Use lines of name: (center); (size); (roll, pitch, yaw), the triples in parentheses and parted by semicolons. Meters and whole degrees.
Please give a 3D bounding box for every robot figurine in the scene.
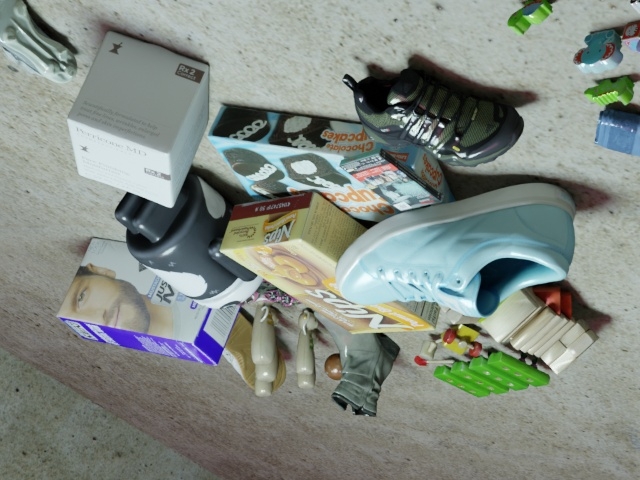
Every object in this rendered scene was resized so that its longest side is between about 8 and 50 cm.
robot figurine: (-0.209, 0.001, 2.112); (0.173, 0.209, 0.278); (-32, 133, 19)

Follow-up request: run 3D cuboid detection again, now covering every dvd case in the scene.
dvd case: (0.094, -0.080, 1.702); (0.119, 0.013, 0.087); (35, 153, -26)

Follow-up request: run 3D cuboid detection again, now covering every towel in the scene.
towel: (0.379, -0.120, 1.480); (0.119, 0.029, 0.067); (17, 158, 13)

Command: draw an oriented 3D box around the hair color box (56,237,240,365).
hair color box: (-0.325, 0.115, 2.479); (0.339, 0.185, 0.110); (7, 154, 32)

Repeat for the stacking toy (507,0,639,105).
stacking toy: (0.320, -0.198, 1.322); (0.167, 0.052, 0.221); (36, 155, -32)

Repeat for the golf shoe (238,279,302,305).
golf shoe: (-0.082, 0.083, 2.363); (0.186, 0.067, 0.086); (-1, -173, 29)

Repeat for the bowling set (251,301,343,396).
bowling set: (-0.040, 0.207, 2.538); (0.200, 0.154, 0.287); (3, 157, -4)

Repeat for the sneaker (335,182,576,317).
sneaker: (0.173, 0.040, 1.738); (0.366, 0.150, 0.135); (-22, 136, 30)

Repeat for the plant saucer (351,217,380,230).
plant saucer: (0.074, 0.019, 2.050); (0.168, 0.029, 0.168); (8, 149, 5)

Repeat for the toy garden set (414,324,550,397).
toy garden set: (0.277, 0.217, 2.350); (0.204, 0.049, 0.244); (27, 159, -17)

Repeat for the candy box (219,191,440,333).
candy box: (0.023, 0.043, 1.965); (0.183, 0.087, 0.316); (-6, 149, 45)

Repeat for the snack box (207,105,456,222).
snack box: (0.019, -0.100, 1.820); (0.322, 0.060, 0.187); (10, 156, 26)

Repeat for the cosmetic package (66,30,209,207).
cosmetic package: (-0.250, -0.167, 1.789); (0.151, 0.151, 0.184); (19, 158, 4)

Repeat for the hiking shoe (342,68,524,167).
hiking shoe: (0.132, -0.154, 1.552); (0.227, 0.086, 0.114); (9, 158, 32)

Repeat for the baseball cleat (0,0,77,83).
baseball cleat: (-0.433, -0.287, 1.789); (0.109, 0.072, 0.206); (12, 154, 40)

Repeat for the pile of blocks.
pile of blocks: (0.306, 0.087, 1.973); (0.362, 0.149, 0.112); (27, 116, -38)

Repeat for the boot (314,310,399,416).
boot: (0.057, 0.232, 2.428); (0.083, 0.161, 0.246); (0, 150, 42)

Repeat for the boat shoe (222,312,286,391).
boat shoe: (-0.164, 0.216, 2.703); (0.096, 0.098, 0.277); (37, 164, 50)
